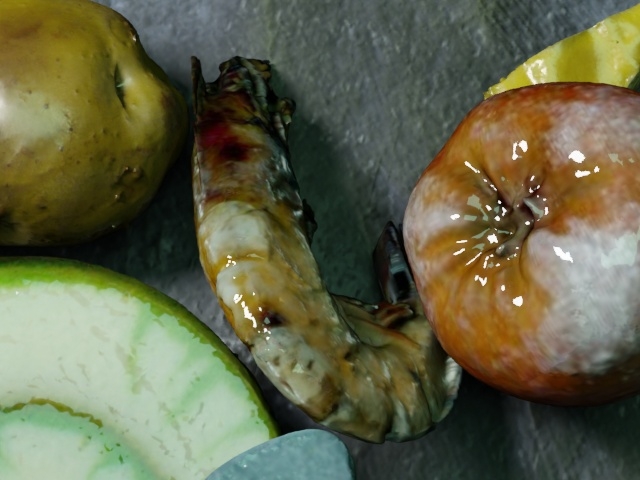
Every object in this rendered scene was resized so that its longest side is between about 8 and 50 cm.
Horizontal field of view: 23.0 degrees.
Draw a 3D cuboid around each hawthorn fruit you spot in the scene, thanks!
[{"bbox_3d":[0.179,0.004,1.127,0.231,0.263,0.235,-29,79,2],"label":"hawthorn fruit"}]

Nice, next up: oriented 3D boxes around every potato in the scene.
[{"bbox_3d":[-0.280,-0.094,1.132,0.369,0.176,0.195,1,100,-3],"label":"potato"}]

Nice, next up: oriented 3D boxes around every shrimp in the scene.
[{"bbox_3d":[0.000,0.000,1.145,0.233,0.071,0.365,27,33,-33],"label":"shrimp"}]

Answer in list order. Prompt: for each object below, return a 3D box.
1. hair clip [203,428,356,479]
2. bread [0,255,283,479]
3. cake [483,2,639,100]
[{"bbox_3d":[-0.033,0.278,0.885,0.318,0.238,0.392,-27,85,-19],"label":"hair clip"},{"bbox_3d":[-0.196,0.199,1.060,0.382,0.129,0.366,2,75,-8],"label":"bread"},{"bbox_3d":[0.231,-0.118,1.243,0.185,0.080,0.116,-18,73,-17],"label":"cake"}]
